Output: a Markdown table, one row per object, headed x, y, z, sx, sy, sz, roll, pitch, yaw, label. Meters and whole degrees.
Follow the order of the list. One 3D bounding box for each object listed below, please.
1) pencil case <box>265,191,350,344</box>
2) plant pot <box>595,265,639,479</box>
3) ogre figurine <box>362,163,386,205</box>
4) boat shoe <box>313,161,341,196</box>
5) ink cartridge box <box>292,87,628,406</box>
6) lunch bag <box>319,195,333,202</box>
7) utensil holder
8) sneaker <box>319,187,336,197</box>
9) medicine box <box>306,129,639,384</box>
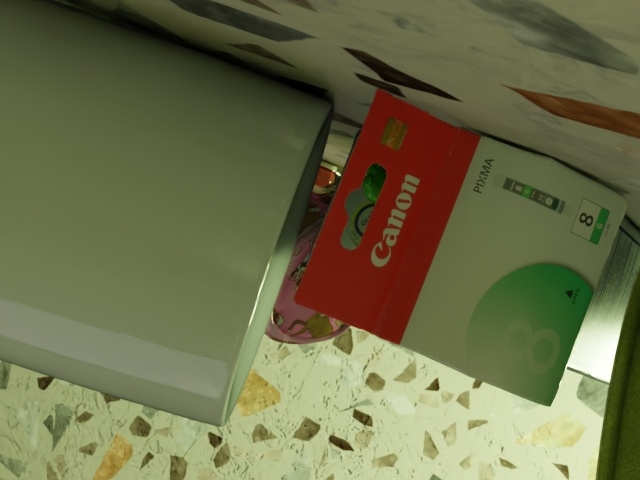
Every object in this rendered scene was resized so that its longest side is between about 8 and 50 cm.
| x | y | z | sx | sy | sz | roll | pitch | yaw | label |
| --- | --- | --- | --- | --- | --- | --- | --- | --- | --- |
| -0.089 | -0.025 | 1.432 | 0.160 | 0.167 | 0.386 | 0 | -155 | -37 | pencil case |
| 0.442 | 0.199 | 1.042 | 0.353 | 0.366 | 0.366 | 7 | 173 | 24 | plant pot |
| 0.098 | -0.008 | 1.055 | 0.118 | 0.197 | 0.097 | 6 | -172 | 18 | ogre figurine |
| 0.001 | -0.080 | 1.678 | 0.049 | 0.043 | 0.137 | 19 | 179 | 1 | boat shoe |
| 0.114 | 0.007 | 0.961 | 0.224 | 0.181 | 0.056 | 23 | 176 | -26 | ink cartridge box |
| 0.000 | 0.000 | 1.715 | 0.258 | 0.120 | 0.293 | -1 | -174 | 9 | lunch bag |
| -0.217 | -0.037 | 1.096 | 0.385 | 0.328 | 0.327 | 19 | 178 | 1 | utensil holder |
| 0.007 | -0.054 | 1.911 | 0.234 | 0.078 | 0.106 | 18 | 177 | -35 | sneaker |
| 0.176 | 0.025 | 1.236 | 0.263 | 0.149 | 0.289 | 19 | 177 | 28 | medicine box |
